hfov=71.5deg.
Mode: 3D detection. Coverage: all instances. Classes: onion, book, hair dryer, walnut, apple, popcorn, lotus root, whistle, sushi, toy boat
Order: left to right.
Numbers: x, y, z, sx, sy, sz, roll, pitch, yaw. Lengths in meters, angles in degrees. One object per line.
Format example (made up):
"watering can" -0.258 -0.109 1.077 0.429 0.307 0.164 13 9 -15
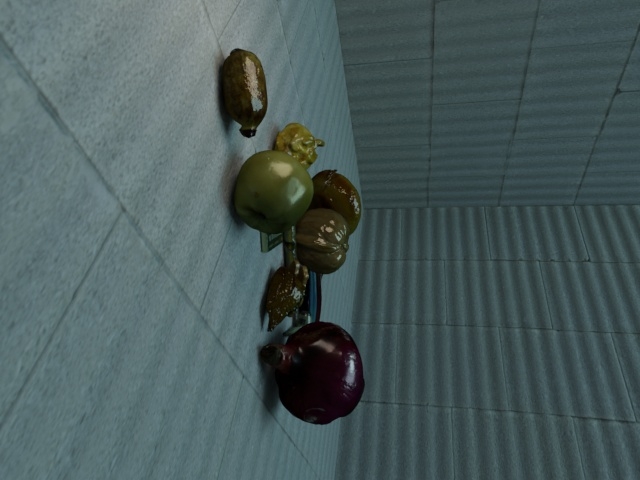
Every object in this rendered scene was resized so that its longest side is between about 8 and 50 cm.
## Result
"lotus root" -0.226 -0.437 1.337 0.145 0.128 0.261 -15 100 -63
"book" -0.191 -0.103 1.717 0.202 0.027 0.265 -44 132 -74
"apple" -0.148 -0.150 1.421 0.262 0.262 0.263 0 90 -77
"sushi" -0.128 0.217 1.723 0.140 0.148 0.287 82 9 -45
"whistle" -0.127 0.058 1.934 0.068 0.057 0.327 -58 146 -68
"popcorn" -0.099 -0.373 1.799 0.190 0.191 0.253 52 21 -10
"hair dryer" -0.105 0.458 2.034 0.225 0.088 0.219 -39 133 -57
"onion" -0.047 0.476 1.716 0.420 0.398 0.399 46 40 -38
"toy boat" -0.055 0.290 2.159 0.079 0.136 0.393 -2 96 -44
"walnut" 0.000 0.000 2.028 0.285 0.284 0.297 -6 107 -77

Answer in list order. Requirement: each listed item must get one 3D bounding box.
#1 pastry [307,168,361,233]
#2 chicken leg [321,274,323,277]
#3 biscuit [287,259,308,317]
"pastry" 0.061 -0.174 2.188 0.163 0.355 0.356 -34 130 -37
"chicken leg" -0.017 0.214 2.445 0.219 0.048 0.090 -77 159 -45
"biscuit" -0.108 0.208 1.871 0.144 0.040 0.237 34 -65 61
